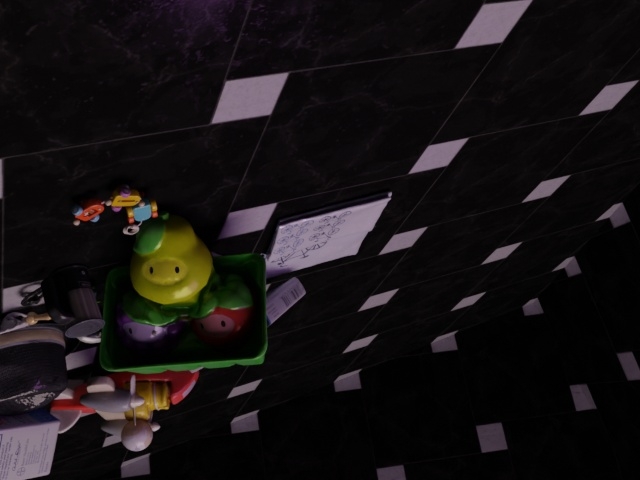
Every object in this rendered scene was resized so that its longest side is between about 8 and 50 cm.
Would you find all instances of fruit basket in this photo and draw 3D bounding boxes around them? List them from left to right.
[{"bbox_3d":[-0.297,0.125,1.812,0.392,0.282,0.392,-2,154,-1],"label":"fruit basket"}]

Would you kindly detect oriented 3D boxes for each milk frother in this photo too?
[{"bbox_3d":[-0.550,0.144,1.804,0.129,0.134,0.143,0,148,-45],"label":"milk frother"}]

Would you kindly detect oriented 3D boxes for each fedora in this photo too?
[{"bbox_3d":[-0.719,0.319,2.013,0.334,0.152,0.334,-22,159,-9],"label":"fedora"}]

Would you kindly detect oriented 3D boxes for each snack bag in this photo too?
[{"bbox_3d":[0.000,0.000,2.209,0.323,0.037,0.342,-16,158,-23],"label":"snack bag"}]

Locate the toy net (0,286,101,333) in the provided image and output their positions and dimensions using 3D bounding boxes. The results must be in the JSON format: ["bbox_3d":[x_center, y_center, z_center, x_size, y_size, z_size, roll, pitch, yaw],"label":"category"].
[{"bbox_3d":[-0.613,0.156,1.906,0.232,0.045,0.122,-17,-179,-13],"label":"toy net"}]

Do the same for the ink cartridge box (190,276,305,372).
[{"bbox_3d":[-0.227,0.235,2.254,0.307,0.072,0.303,-32,-175,36],"label":"ink cartridge box"}]

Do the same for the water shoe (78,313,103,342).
[{"bbox_3d":[-0.507,0.189,2.080,0.203,0.073,0.080,-13,137,-42],"label":"water shoe"}]

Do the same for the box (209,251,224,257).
[{"bbox_3d":[-0.273,0.132,2.106,0.182,0.119,0.181,-31,159,16],"label":"box"}]

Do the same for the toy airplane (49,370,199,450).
[{"bbox_3d":[-0.564,0.462,2.361,0.384,0.272,0.386,-36,157,29],"label":"toy airplane"}]

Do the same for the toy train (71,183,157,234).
[{"bbox_3d":[-0.388,-0.065,1.614,0.125,0.046,0.166,-31,155,20],"label":"toy train"}]

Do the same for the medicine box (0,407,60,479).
[{"bbox_3d":[-0.834,0.469,2.056,0.289,0.263,0.149,5,102,-52],"label":"medicine box"}]
